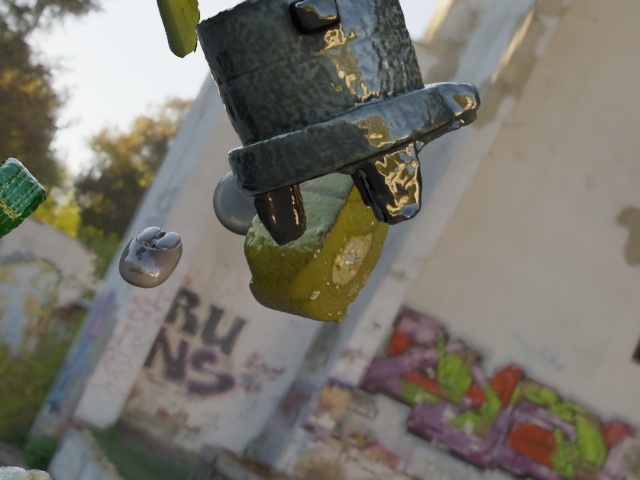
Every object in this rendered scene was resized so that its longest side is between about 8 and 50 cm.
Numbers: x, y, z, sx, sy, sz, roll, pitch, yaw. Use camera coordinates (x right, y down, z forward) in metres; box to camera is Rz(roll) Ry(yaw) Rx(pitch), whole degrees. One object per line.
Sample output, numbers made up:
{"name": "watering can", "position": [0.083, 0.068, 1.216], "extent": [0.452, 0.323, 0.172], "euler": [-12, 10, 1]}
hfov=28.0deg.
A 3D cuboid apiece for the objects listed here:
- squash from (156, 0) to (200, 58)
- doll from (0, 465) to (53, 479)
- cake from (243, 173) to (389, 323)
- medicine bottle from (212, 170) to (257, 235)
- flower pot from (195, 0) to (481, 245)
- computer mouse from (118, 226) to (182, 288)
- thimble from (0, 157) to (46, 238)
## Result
{"name": "squash", "position": [-0.252, -0.417, 2.281], "extent": [0.075, 0.090, 0.200], "euler": [-2, -30, 5]}
{"name": "doll", "position": [-0.527, 0.374, 1.808], "extent": [0.278, 0.175, 0.149], "euler": [20, -5, -17]}
{"name": "cake", "position": [0.000, 0.000, 1.855], "extent": [0.156, 0.260, 0.179], "euler": [10, -39, 30]}
{"name": "medicine bottle", "position": [-0.110, -0.060, 2.020], "extent": [0.107, 0.107, 0.191], "euler": [25, 0, 0]}
{"name": "flower pot", "position": [0.028, -0.159, 1.475], "extent": [0.299, 0.282, 0.299], "euler": [-17, 6, 2]}
{"name": "computer mouse", "position": [-0.204, 0.016, 1.545], "extent": [0.066, 0.096, 0.039], "euler": [18, -41, 12]}
{"name": "thimble", "position": [-0.489, -0.061, 1.969], "extent": [0.090, 0.130, 0.118], "euler": [50, -33, -13]}
